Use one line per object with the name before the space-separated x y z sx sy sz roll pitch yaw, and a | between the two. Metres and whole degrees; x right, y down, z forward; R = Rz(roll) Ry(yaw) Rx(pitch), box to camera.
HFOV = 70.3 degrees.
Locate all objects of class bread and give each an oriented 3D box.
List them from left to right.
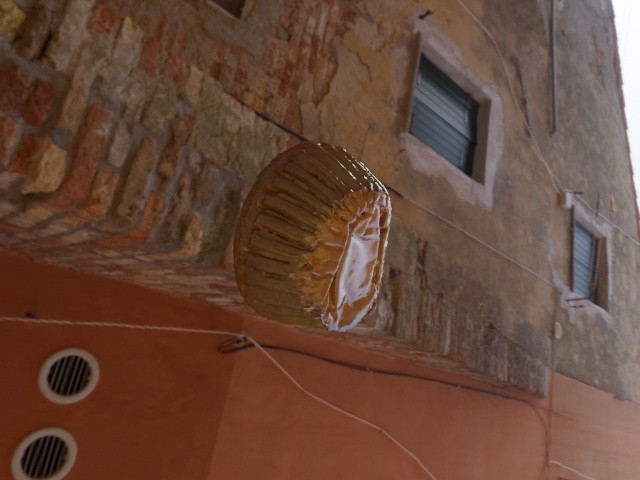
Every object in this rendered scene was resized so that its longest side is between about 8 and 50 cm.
bread | -0.003 -0.003 0.568 0.139 0.240 0.240 21 -92 37
